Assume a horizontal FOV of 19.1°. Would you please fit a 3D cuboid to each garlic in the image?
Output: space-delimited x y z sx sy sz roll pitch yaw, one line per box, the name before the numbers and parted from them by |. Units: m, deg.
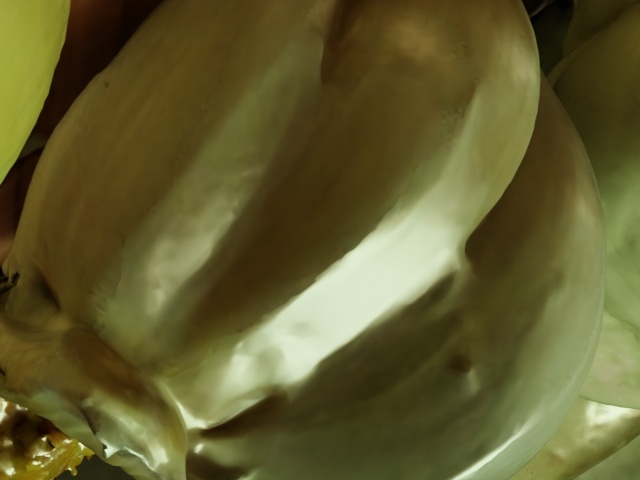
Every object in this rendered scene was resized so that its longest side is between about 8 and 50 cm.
garlic | 0.000 0.000 0.749 0.292 0.237 0.210 -40 -164 -20

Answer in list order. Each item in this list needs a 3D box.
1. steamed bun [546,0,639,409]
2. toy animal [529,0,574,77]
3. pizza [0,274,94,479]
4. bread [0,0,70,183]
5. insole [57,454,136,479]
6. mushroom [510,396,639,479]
steamed bun | 0.228 -0.060 0.881 0.275 0.206 0.320 -16 120 -57
toy animal | 0.094 -0.056 1.035 0.176 0.073 0.217 -50 173 -16
pizza | -0.095 0.043 0.849 0.305 0.085 0.161 -39 164 -6
bread | -0.156 -0.027 0.403 0.261 0.158 0.156 -43 175 14
insole | -0.051 0.049 0.941 0.328 0.111 0.007 -44 -169 -3
mushroom | 0.192 0.095 1.261 0.362 0.294 0.362 -37 167 -10
